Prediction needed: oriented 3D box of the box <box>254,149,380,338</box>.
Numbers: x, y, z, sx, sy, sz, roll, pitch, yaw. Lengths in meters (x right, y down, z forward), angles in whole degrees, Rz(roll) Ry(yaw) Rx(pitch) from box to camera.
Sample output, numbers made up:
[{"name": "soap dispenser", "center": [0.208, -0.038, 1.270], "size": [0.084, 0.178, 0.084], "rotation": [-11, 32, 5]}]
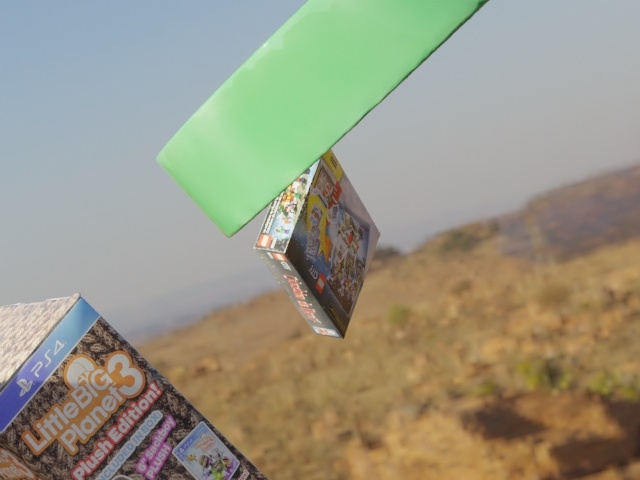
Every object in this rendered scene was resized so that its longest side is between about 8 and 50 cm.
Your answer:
[{"name": "box", "center": [0.000, 0.000, 2.172], "size": [0.044, 0.159, 0.233], "rotation": [9, -26, 25]}]

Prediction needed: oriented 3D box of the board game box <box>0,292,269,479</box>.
[{"name": "board game box", "center": [-0.213, 0.202, 1.629], "size": [0.141, 0.291, 0.232], "rotation": [-52, 20, -24]}]

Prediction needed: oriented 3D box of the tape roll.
[{"name": "tape roll", "center": [0.029, -0.137, 1.176], "size": [0.321, 0.077, 0.321], "rotation": [-43, 3, 2]}]
